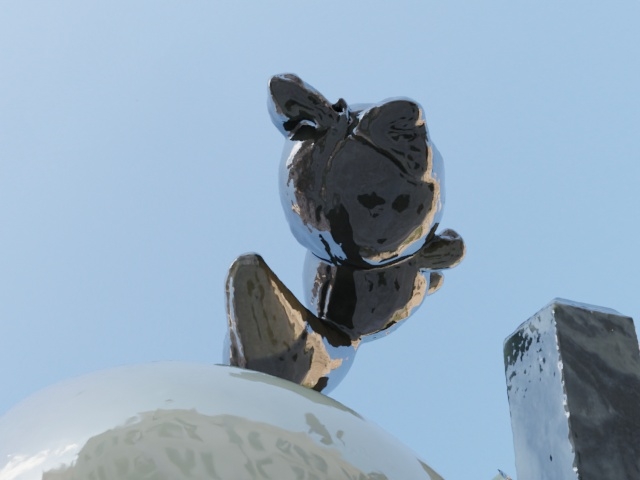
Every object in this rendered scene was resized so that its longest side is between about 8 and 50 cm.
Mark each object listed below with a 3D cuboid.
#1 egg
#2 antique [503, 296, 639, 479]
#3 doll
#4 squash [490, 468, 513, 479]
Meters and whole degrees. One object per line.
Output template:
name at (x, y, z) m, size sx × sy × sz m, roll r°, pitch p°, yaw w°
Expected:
egg at (-0.058, 0.206, 0.483) m, size 0.345 × 0.283 × 0.283 m, roll 30°, pitch -88°, yaw 25°
antique at (0.217, 0.143, 0.787) m, size 0.088 × 0.086 × 0.183 m, roll 13°, pitch -124°, yaw -19°
doll at (0.030, 0.007, 1.135) m, size 0.252 × 0.378 × 0.382 m, roll 5°, pitch -48°, yaw 23°
squash at (0.230, 0.422, 1.331) m, size 0.186 × 0.123 × 0.123 m, roll -39°, pitch -77°, yaw 3°
